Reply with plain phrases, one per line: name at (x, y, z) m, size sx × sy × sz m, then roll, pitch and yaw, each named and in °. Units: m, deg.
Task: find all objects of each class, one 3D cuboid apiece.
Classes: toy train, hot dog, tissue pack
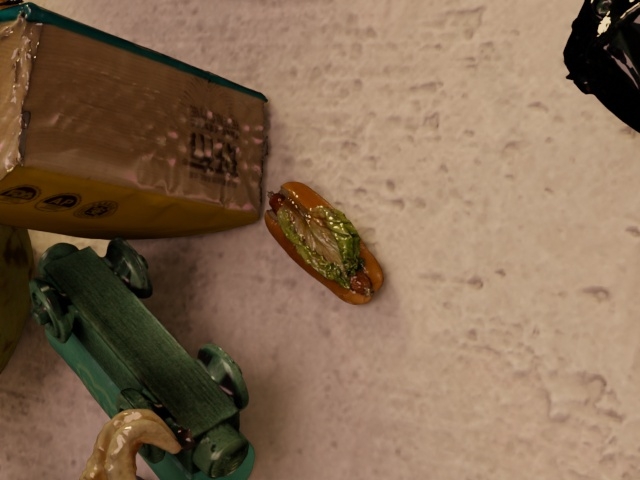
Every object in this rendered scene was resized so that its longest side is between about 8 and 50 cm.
toy train at (-0.141, 0.109, 0.806) m, size 0.101 × 0.159 × 0.248 m, roll -30°, pitch 55°, yaw -27°
hot dog at (0.000, 0.000, 0.787) m, size 0.133 × 0.041 × 0.056 m, roll 44°, pitch 104°, yaw 31°
tissue pack at (-0.190, -0.075, 0.789) m, size 0.192 × 0.271 × 0.133 m, roll -4°, pitch 82°, yaw 33°

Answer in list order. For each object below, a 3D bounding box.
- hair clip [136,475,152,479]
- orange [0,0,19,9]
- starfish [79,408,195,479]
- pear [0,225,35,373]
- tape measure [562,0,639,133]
hair clip at (-0.178, 0.285, 0.838) m, size 0.124 × 0.052 × 0.195 m, roll 42°, pitch 108°, yaw 37°
orange at (-0.368, -0.197, 1.004) m, size 0.136 × 0.159 × 0.158 m, roll 159°, pitch 117°, yaw -70°
starfish at (-0.249, 0.279, 0.800) m, size 0.324 × 0.082 × 0.431 m, roll 18°, pitch 116°, yaw 27°
pear at (-0.389, 0.028, 0.890) m, size 0.284 × 0.284 × 0.283 m, roll -7°, pitch 76°, yaw 31°
tape measure at (0.263, -0.142, 0.597) m, size 0.223 × 0.135 × 0.202 m, roll 20°, pitch 82°, yaw 28°
